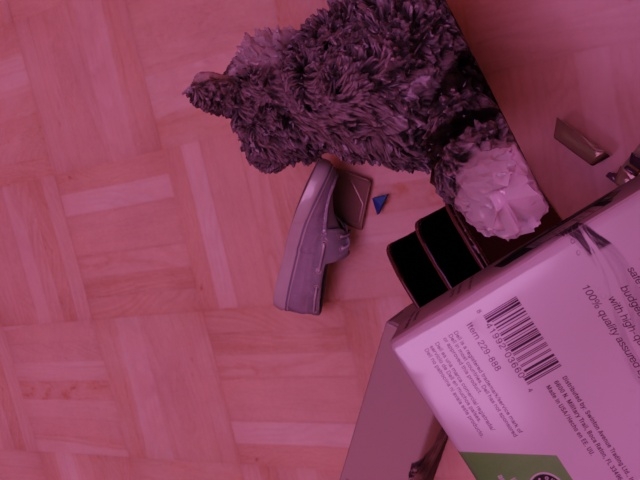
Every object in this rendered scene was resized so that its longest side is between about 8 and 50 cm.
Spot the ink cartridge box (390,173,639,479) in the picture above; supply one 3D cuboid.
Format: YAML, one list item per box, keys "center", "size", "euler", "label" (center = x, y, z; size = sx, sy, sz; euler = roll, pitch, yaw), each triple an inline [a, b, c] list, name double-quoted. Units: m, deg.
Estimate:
- center: [0.236, 0.086, 0.651]
  size: [0.289, 0.121, 0.211]
  euler: [-33, 88, 13]
  label: "ink cartridge box"

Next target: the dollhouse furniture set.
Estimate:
- center: [0.298, -0.111, 0.822]
  size: [0.114, 0.091, 0.081]
  euler: [42, 106, 20]
  label: "dollhouse furniture set"

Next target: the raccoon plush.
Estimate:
- center: [0.008, -0.120, 0.793]
  size: [0.299, 0.446, 0.216]
  euler: [-27, 114, 15]
  label: "raccoon plush"

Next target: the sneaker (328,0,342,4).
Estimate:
- center: [0.015, -0.335, 0.936]
  size: [0.215, 0.083, 0.084]
  euler: [35, 137, -1]
  label: "sneaker"

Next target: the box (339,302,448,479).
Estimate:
- center: [0.110, 0.217, 1.011]
  size: [0.094, 0.113, 0.275]
  euler: [25, 117, 24]
  label: "box"

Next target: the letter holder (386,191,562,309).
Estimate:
- center: [0.202, 0.094, 0.851]
  size: [0.152, 0.214, 0.301]
  euler: [-38, 82, 34]
  label: "letter holder"

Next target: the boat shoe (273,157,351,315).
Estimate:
- center: [0.000, 0.001, 1.042]
  size: [0.081, 0.079, 0.227]
  euler: [16, 122, 1]
  label: "boat shoe"

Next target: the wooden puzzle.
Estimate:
- center: [0.031, -0.056, 1.043]
  size: [0.116, 0.014, 0.078]
  euler: [29, 122, 23]
  label: "wooden puzzle"
